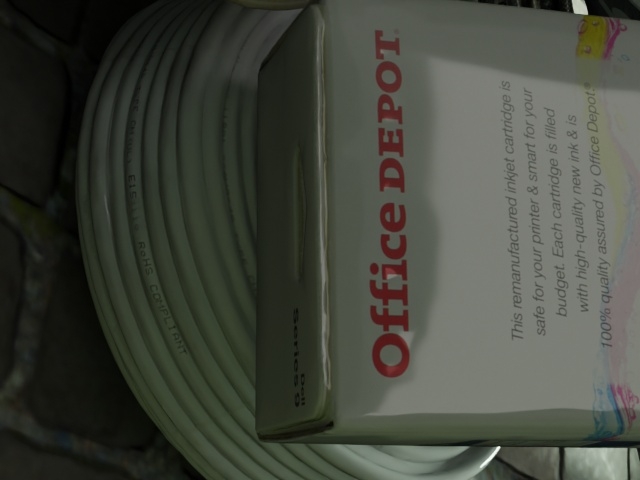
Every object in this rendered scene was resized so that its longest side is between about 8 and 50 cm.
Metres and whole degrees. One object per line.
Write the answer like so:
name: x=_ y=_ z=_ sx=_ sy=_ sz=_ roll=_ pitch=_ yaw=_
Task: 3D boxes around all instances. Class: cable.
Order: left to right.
cable: x=0.000 y=0.000 z=0.610 sx=0.257 sy=0.089 sz=0.257 roll=49 pitch=43 yaw=-29

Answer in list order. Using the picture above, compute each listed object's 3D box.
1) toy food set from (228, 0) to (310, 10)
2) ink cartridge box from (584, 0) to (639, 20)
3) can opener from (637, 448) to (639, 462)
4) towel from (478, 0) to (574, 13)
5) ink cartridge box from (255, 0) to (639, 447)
toy food set: x=-0.071 y=-0.249 z=0.542 sx=0.306 sy=0.092 sz=0.220 roll=56 pitch=12 yaw=-21
ink cartridge box: x=0.218 y=-0.068 z=0.725 sx=0.307 sy=0.072 sz=0.303 roll=49 pitch=3 yaw=24
can opener: x=0.250 y=0.122 z=0.869 sx=0.095 sy=0.076 sz=0.283 roll=-43 pitch=122 yaw=-58
towel: x=0.119 y=-0.045 z=0.725 sx=0.324 sy=0.056 sz=0.312 roll=43 pitch=38 yaw=-77
ink cartridge box: x=0.086 y=0.000 z=0.499 sx=0.212 sy=0.093 sz=0.154 roll=3 pitch=77 yaw=-19
